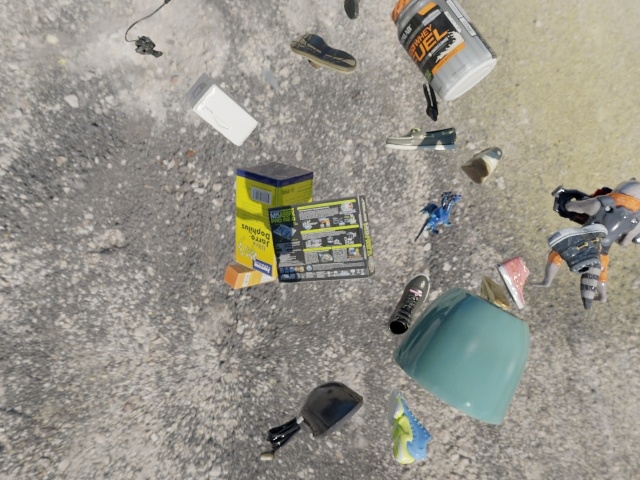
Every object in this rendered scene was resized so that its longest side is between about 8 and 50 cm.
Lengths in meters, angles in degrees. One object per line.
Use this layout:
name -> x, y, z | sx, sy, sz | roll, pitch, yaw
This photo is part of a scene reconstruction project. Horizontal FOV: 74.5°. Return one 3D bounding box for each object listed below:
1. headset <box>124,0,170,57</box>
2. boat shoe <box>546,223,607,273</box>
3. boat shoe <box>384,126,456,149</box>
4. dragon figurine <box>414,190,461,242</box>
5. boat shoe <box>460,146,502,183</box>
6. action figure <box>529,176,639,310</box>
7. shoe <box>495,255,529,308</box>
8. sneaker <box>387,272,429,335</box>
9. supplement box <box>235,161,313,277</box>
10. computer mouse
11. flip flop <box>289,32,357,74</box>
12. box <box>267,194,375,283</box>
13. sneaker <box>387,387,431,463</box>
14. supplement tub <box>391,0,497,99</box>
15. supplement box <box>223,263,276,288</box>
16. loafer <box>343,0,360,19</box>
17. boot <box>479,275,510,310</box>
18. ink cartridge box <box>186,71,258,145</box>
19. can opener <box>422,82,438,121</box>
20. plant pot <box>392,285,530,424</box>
headset -> -0.341, -0.584, 0.852 | 0.244, 0.185, 0.393 | 6, 111, -23
boat shoe -> 0.522, 0.020, 0.828 | 0.184, 0.065, 0.083 | -5, 61, -33
boat shoe -> 0.418, -0.426, 1.757 | 0.306, 0.109, 0.091 | -2, 106, -6
dragon figurine -> 0.499, -0.110, 1.857 | 0.290, 0.085, 0.143 | -28, 118, -13
boat shoe -> 0.644, -0.302, 1.672 | 0.098, 0.302, 0.109 | -45, 84, 4
action figure -> 0.739, 0.009, 1.053 | 0.342, 0.178, 0.329 | 18, 108, 6
shoe -> 0.637, 0.134, 1.351 | 0.081, 0.063, 0.177 | -29, 104, 10
sneaker -> 0.375, 0.279, 1.766 | 0.105, 0.147, 0.295 | 28, 107, 4
supplement box -> -0.169, -0.081, 1.511 | 0.196, 0.355, 0.194 | 19, 26, 31
computer mouse -> -0.032, 0.303, 0.715 | 0.184, 0.262, 0.060 | -33, 79, -17
flip flop -> 0.005, -0.629, 1.450 | 0.277, 0.080, 0.112 | 33, 65, 18
box -> 0.000, 0.000, 1.134 | 0.271, 0.060, 0.215 | -6, 95, 24
sneaker -> 0.301, 0.628, 1.427 | 0.126, 0.091, 0.239 | 9, 52, -9
supplement tub -> 0.365, -0.602, 1.272 | 0.194, 0.193, 0.315 | -32, 83, -18
supplement box -> -0.279, 0.135, 1.736 | 0.078, 0.234, 0.080 | 32, 111, 31
loafer -> 0.117, -0.849, 1.476 | 0.062, 0.062, 0.169 | 0, 76, -34
boot -> 0.611, 0.256, 1.606 | 0.095, 0.262, 0.203 | 33, 111, 0
ink cartridge box -> -0.278, -0.369, 1.175 | 0.154, 0.212, 0.093 | 36, 102, -34
can opener -> 0.491, -0.618, 1.857 | 0.059, 0.186, 0.073 | -30, 40, -7
plant pot -> 0.361, 0.253, 1.029 | 0.293, 0.293, 0.234 | 27, 96, -4
